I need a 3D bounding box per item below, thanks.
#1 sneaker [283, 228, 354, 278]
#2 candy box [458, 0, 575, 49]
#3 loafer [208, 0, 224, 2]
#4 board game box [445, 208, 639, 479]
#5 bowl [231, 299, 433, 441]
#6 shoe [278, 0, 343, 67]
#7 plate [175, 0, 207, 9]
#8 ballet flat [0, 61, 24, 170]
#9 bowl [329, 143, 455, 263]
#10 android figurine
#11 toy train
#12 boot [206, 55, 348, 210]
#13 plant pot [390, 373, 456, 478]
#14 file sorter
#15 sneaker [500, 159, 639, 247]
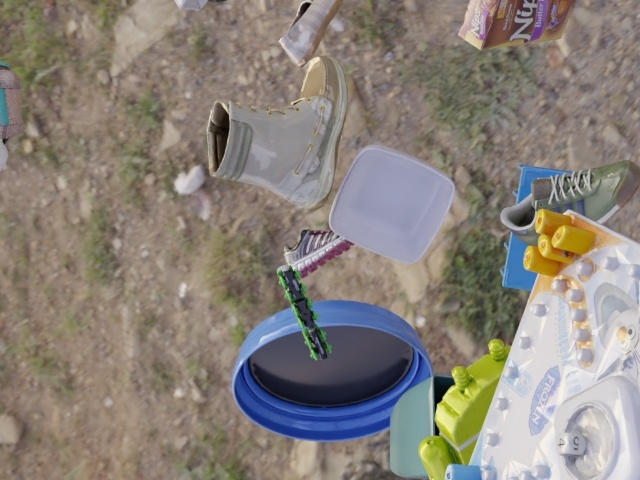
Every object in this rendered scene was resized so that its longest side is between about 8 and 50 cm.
[{"bbox_3d":[0.000,0.000,1.929,0.170,0.063,0.074,-34,70,11],"label":"sneaker"},{"bbox_3d":[0.287,-0.335,1.472,0.053,0.187,0.109,43,132,34],"label":"candy box"},{"bbox_3d":[-0.142,-0.423,1.327,0.084,0.096,0.267,25,136,36],"label":"loafer"},{"bbox_3d":[0.261,0.197,1.014,0.050,0.390,0.389,13,102,-22],"label":"board game box"},{"bbox_3d":[0.022,0.257,2.036,0.391,0.077,0.391,-2,137,-2],"label":"bowl"},{"bbox_3d":[-0.013,-0.380,1.756,0.058,0.219,0.076,34,138,-13],"label":"shoe"},{"bbox_3d":[-0.052,-0.328,0.914,0.045,0.277,0.278,34,98,-10],"label":"plate"},{"bbox_3d":[-0.431,-0.115,1.278,0.316,0.108,0.106,-28,78,62],"label":"ballet flat"},{"bbox_3d":[0.094,-0.055,1.364,0.142,0.053,0.142,23,118,-4],"label":"bowl"},{"bbox_3d":[0.245,0.246,1.437,0.056,0.248,0.273,42,163,47],"label":"android figurine"},{"bbox_3d":[-0.013,0.053,0.770,0.017,0.023,0.083,-26,115,-8],"label":"toy train"},{"bbox_3d":[-0.056,-0.158,1.320,0.077,0.165,0.213,-21,57,57],"label":"boot"},{"bbox_3d":[0.215,0.342,1.810,0.234,0.166,0.165,142,133,-62],"label":"plant pot"},{"bbox_3d":[0.326,-0.019,1.485,0.118,0.104,0.170,8,101,1],"label":"file sorter"},{"bbox_3d":[0.300,-0.050,1.285,0.086,0.064,0.192,28,141,-16],"label":"sneaker"}]
